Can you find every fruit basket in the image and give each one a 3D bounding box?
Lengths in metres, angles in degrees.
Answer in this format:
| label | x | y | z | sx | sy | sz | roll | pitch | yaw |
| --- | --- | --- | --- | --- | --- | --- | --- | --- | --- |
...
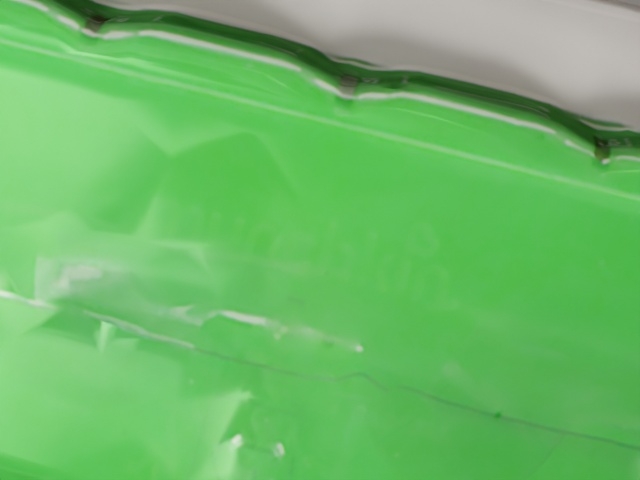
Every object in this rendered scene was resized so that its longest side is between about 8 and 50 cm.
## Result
| label | x | y | z | sx | sy | sz | roll | pitch | yaw |
| --- | --- | --- | --- | --- | --- | --- | --- | --- | --- |
| fruit basket | 0.000 | 0.000 | 0.518 | 0.353 | 0.327 | 0.165 | -61 | 165 | -81 |
